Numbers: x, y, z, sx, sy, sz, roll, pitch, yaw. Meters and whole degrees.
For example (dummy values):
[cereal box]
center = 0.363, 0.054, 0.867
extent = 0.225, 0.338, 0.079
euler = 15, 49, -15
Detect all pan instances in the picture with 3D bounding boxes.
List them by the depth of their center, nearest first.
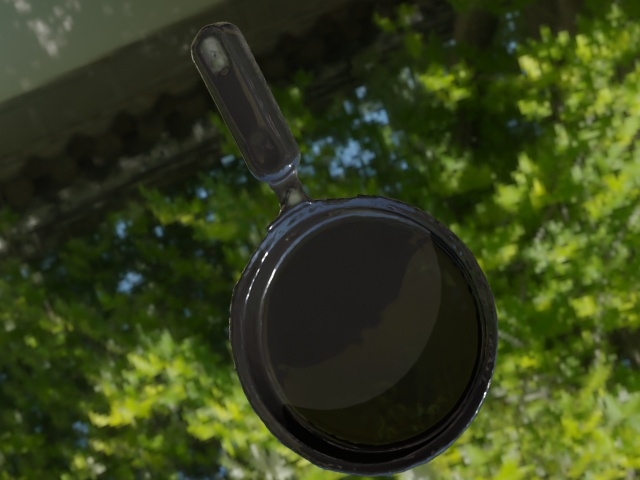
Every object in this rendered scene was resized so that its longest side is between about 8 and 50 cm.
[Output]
[pan]
center = 0.000, 0.000, 0.643
extent = 0.136, 0.235, 0.028
euler = -26, 177, 19
